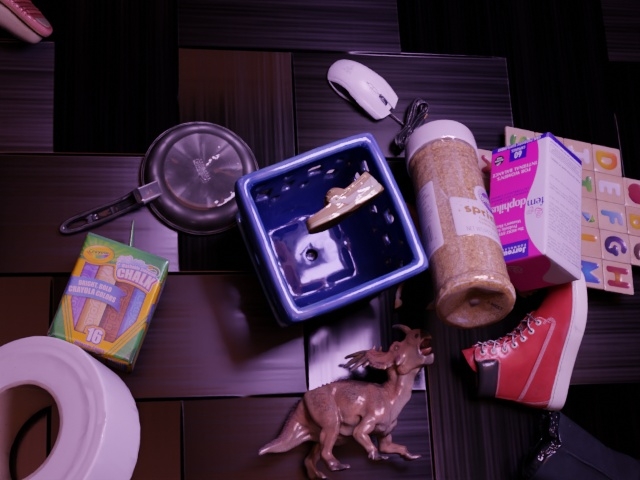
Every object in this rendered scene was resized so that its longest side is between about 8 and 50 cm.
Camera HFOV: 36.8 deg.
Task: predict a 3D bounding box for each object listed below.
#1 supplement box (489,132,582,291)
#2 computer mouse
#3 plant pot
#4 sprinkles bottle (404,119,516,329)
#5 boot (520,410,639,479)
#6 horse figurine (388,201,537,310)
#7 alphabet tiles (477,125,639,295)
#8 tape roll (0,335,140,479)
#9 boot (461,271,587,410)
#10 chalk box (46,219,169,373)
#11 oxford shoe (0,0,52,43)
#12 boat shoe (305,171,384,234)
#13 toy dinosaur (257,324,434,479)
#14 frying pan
[{"bbox_3d":[0.345,-0.044,1.546,0.114,0.111,0.220,30,56,-39],"label":"supplement box"},{"bbox_3d":[0.096,-0.249,1.673,0.193,0.042,0.106,37,73,0],"label":"computer mouse"},{"bbox_3d":[0.000,0.000,1.499,0.235,0.212,0.236,-20,81,-15],"label":"plant pot"},{"bbox_3d":[0.212,-0.032,1.503,0.121,0.121,0.355,4,46,-10],"label":"sprinkles bottle"},{"bbox_3d":[0.406,0.418,1.524,0.207,0.094,0.247,28,65,-6],"label":"boot"},{"bbox_3d":[0.229,0.037,1.610,0.263,0.066,0.175,7,77,-8],"label":"horse figurine"},{"bbox_3d":[0.429,-0.054,1.667,0.342,0.011,0.285,10,64,-14],"label":"alphabet tiles"},{"bbox_3d":[-0.400,0.281,1.338,0.286,0.100,0.286,-9,61,16],"label":"tape roll"},{"bbox_3d":[0.326,0.147,1.562,0.176,0.088,0.244,11,96,-5],"label":"boot"},{"bbox_3d":[-0.309,0.076,1.462,0.132,0.132,0.213,20,74,-4],"label":"chalk box"},{"bbox_3d":[-0.603,-0.403,1.563,0.348,0.123,0.130,32,98,-2],"label":"oxford shoe"},{"bbox_3d":[0.028,-0.055,1.385,0.135,0.050,0.045,-31,79,-27],"label":"boat shoe"},{"bbox_3d":[0.042,0.255,1.493,0.295,0.127,0.200,-13,70,-2],"label":"toy dinosaur"},{"bbox_3d":[-0.257,-0.108,1.569,0.326,0.053,0.197,1,74,-14],"label":"frying pan"}]
